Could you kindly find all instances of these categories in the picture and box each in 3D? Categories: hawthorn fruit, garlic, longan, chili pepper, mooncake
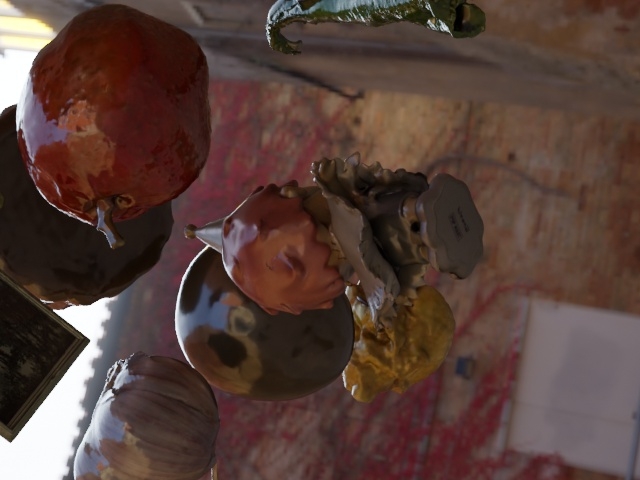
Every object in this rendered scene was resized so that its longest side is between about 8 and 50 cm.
[{"bbox_3d":[-0.207,-0.107,1.205,0.205,0.205,0.253,70,-164,-54],"label":"hawthorn fruit"},{"bbox_3d":[-0.220,0.261,1.562,0.257,0.207,0.207,65,-141,-52],"label":"garlic"},{"bbox_3d":[-0.080,0.110,1.718,0.258,0.258,0.258,9,-90,-70],"label":"longan"},{"bbox_3d":[0.042,-0.250,1.312,0.085,0.359,0.076,26,-97,-33],"label":"chili pepper"},{"bbox_3d":[-0.393,-0.053,1.800,0.187,0.324,0.324,-21,50,61],"label":"mooncake"}]

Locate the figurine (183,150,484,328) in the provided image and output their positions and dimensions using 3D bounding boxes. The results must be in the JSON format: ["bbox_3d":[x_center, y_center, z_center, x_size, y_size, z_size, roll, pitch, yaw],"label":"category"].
[{"bbox_3d":[0.000,0.000,1.349,0.166,0.387,0.207,-46,-62,-39],"label":"figurine"}]

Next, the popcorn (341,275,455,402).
[{"bbox_3d":[0.132,0.161,2.104,0.191,0.190,0.254,12,-87,-44],"label":"popcorn"}]

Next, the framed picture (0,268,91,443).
[{"bbox_3d":[-0.334,0.111,1.259,0.011,0.142,0.183,-47,7,34],"label":"framed picture"}]

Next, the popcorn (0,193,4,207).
[{"bbox_3d":[-0.489,-0.078,1.460,0.185,0.167,0.187,54,-162,-44],"label":"popcorn"}]
